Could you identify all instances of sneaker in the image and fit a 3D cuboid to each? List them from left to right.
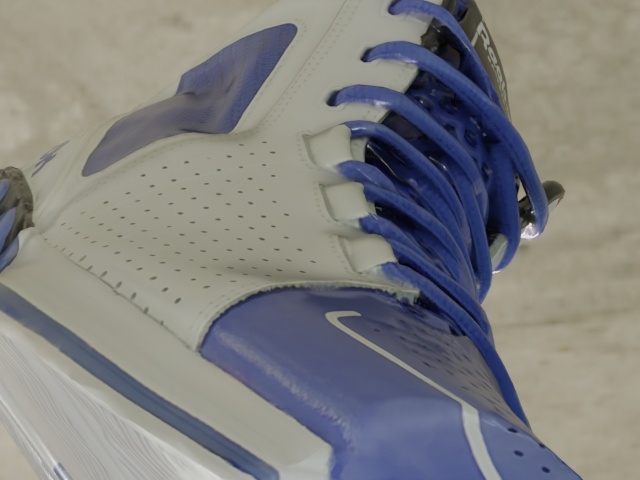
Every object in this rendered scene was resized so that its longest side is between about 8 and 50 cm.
[{"bbox_3d":[0.000,0.000,0.475,0.127,0.182,0.315,58,165,-24],"label":"sneaker"}]
